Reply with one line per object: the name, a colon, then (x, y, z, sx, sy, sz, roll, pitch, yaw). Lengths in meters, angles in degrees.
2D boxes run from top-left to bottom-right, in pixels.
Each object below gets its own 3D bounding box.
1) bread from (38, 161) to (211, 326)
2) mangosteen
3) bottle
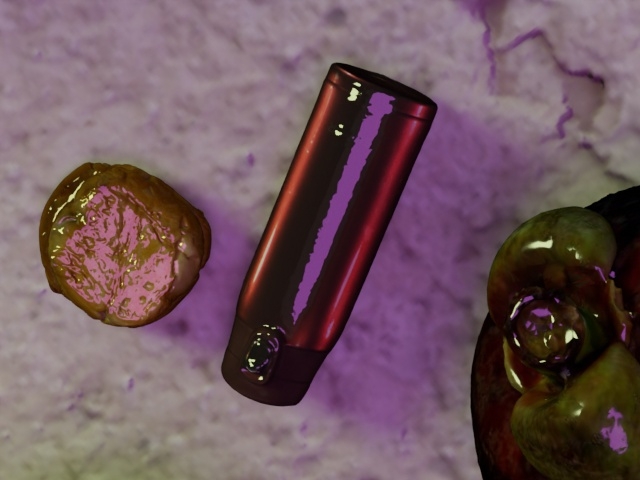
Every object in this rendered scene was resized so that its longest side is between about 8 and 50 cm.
bread: (-0.094, 0.004, 0.919, 0.083, 0.046, 0.081, 1, 97, -2)
mangosteen: (0.162, 0.078, 0.856, 0.216, 0.216, 0.216, -1, 103, -4)
bottle: (0.000, 0.000, 0.917, 0.060, 0.060, 0.164, 21, 101, -8)
